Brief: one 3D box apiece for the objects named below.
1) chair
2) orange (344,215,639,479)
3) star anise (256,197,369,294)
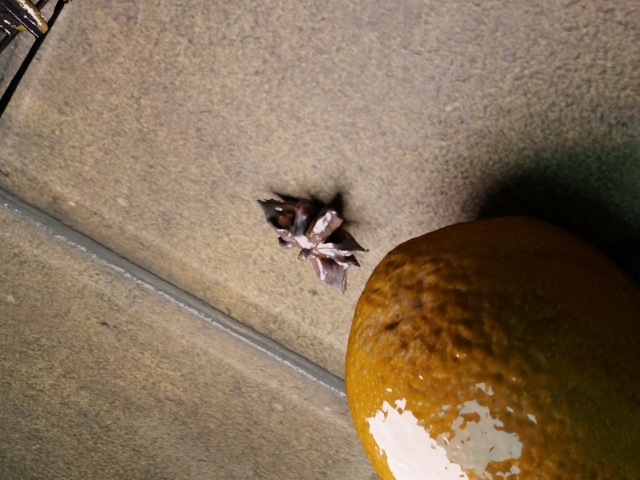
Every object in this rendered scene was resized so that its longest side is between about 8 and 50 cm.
[{"bbox_3d":[-0.320,-0.240,1.688,0.172,0.247,0.159,11,154,51],"label":"chair"},{"bbox_3d":[0.197,0.146,1.761,0.322,0.322,0.357,-16,138,42],"label":"orange"},{"bbox_3d":[0.001,0.008,1.905,0.124,0.056,0.129,8,139,40],"label":"star anise"}]
